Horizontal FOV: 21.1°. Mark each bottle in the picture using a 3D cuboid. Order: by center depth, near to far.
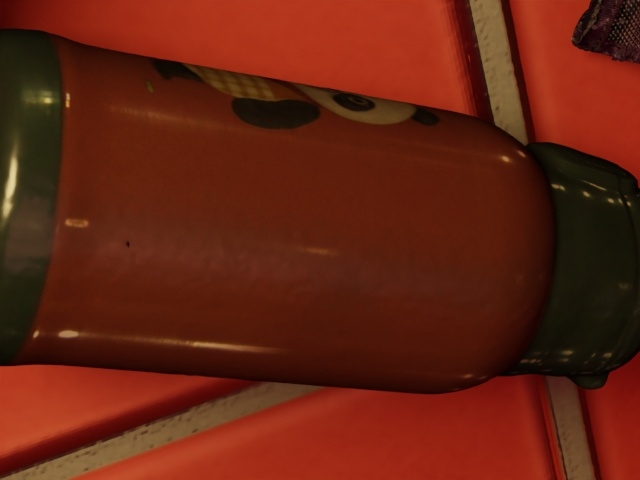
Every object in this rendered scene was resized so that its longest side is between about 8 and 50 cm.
[{"bbox_3d":[0.000,0.000,0.787,0.336,0.144,0.144,8,115,-23],"label":"bottle"}]

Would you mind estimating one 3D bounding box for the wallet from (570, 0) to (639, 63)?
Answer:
[{"bbox_3d":[0.214,-0.129,0.842,0.166,0.030,0.111,8,114,-21],"label":"wallet"}]
